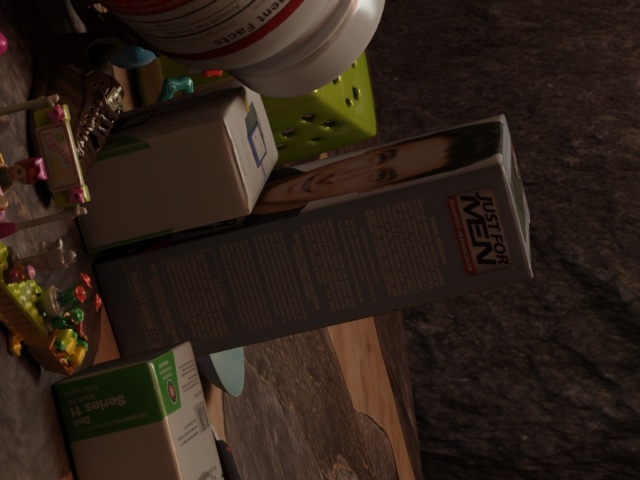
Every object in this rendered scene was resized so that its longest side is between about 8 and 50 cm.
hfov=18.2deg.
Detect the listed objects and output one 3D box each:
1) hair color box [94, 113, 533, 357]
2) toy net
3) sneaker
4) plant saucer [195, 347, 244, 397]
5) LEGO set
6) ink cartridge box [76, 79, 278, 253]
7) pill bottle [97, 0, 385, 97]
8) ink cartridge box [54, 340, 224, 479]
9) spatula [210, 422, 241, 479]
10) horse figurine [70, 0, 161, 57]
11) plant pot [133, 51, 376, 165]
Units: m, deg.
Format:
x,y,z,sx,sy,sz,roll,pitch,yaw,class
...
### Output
x,y,z,sx,sy,sz,roll,pitch,yaw,class
0.000,0.000,1.824,0.185,0.374,0.114,-75,150,-71,hair color box
-0.145,-0.139,2.006,0.045,0.122,0.232,42,-32,50,toy net
-0.204,-0.113,1.702,0.066,0.071,0.188,67,12,-49,sneaker
-0.123,0.071,2.058,0.195,0.037,0.195,-14,90,-82,plant saucer
-0.203,-0.013,1.441,0.132,0.107,0.287,-85,160,-64,LEGO set
-0.133,-0.072,1.823,0.212,0.154,0.093,-65,140,-75,ink cartridge box
-0.117,-0.288,1.688,0.407,0.229,0.229,38,36,-49,pill bottle
-0.134,0.198,1.623,0.153,0.087,0.208,-17,93,-82,ink cartridge box
-0.110,0.180,1.882,0.296,0.030,0.084,61,-3,41,spatula
-0.193,-0.297,1.866,0.066,0.174,0.263,-137,-136,-73,horse figurine
-0.088,-0.206,2.134,0.207,0.227,0.228,22,56,-71,plant pot
